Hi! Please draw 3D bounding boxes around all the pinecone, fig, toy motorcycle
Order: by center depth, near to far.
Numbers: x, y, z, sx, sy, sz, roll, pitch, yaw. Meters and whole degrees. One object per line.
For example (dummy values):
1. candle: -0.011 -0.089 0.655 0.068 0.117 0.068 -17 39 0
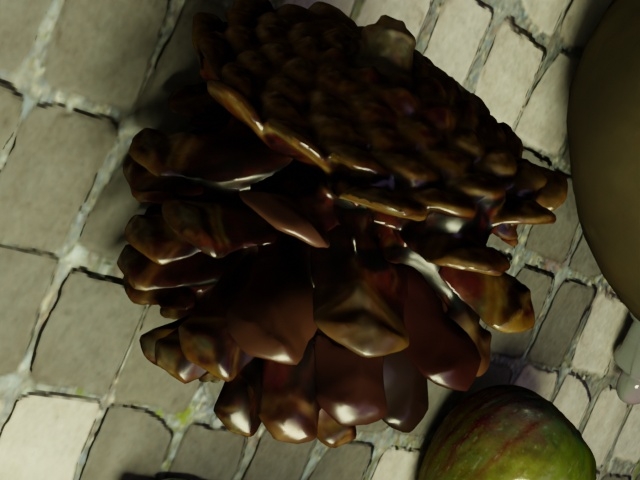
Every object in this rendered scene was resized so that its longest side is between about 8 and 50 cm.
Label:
1. pinecone: 0.004 -0.002 1.004 0.264 0.264 0.264 -31 134 -39
2. fig: 0.110 0.225 1.425 0.245 0.149 0.149 -46 146 7
3. toy motorcycle: 0.320 0.081 1.626 0.152 0.073 0.225 -43 141 -24

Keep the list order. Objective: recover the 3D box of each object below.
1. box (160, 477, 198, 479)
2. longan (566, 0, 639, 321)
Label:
1. box: -0.046 0.277 1.129 0.135 0.243 0.163 -56 148 11
2. longan: 0.367 -0.062 1.334 0.404 0.404 0.336 -26 141 -43
